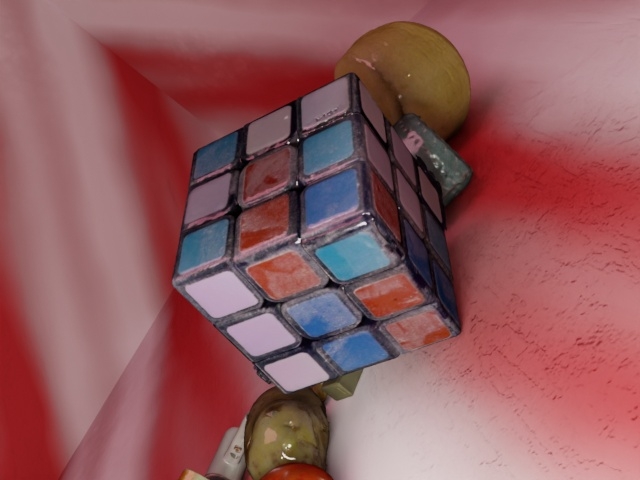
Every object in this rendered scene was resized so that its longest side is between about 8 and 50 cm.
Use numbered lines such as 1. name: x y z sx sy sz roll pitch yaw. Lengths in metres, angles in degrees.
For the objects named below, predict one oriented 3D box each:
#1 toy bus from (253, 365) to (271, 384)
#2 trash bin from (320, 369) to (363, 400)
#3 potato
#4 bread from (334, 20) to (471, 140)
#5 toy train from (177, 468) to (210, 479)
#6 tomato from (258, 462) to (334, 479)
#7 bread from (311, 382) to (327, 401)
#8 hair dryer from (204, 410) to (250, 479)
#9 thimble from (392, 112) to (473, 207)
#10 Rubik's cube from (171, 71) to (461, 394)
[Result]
1. toy bus: -0.123 0.279 1.983 0.065 0.047 0.166 -46 16 8
2. trash bin: 0.049 0.249 1.571 0.061 0.043 0.092 -31 22 52
3. potato: -0.058 0.348 1.461 0.165 0.165 0.262 -50 9 6
4. bread: 0.196 -0.350 1.964 0.237 0.320 0.320 -36 7 -28
5. toy train: -0.241 0.547 1.476 0.285 0.177 0.116 -58 17 -24
6. tomato: -0.040 0.427 1.247 0.195 0.136 0.195 -47 14 15
7. bread: -0.004 0.276 1.632 0.066 0.060 0.110 14 64 41
8. hair dryer: -0.163 0.398 1.663 0.131 0.073 0.236 -67 -1 -46
9. thimble: 0.210 -0.150 1.719 0.143 0.198 0.235 -46 31 14
10. Rubik's cube: 0.000 0.000 1.409 0.359 0.362 0.363 -19 45 21
